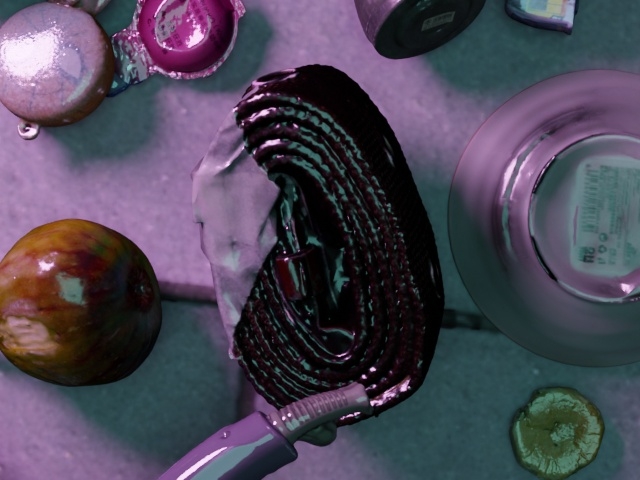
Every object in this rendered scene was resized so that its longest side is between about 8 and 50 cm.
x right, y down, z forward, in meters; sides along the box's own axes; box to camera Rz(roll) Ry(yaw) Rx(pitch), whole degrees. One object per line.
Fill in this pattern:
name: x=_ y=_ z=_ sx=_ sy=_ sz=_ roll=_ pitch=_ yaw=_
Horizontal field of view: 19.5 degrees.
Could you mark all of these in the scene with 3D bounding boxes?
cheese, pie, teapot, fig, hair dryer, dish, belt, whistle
cheese: x=-0.132 y=-0.174 z=1.595 sx=0.145 sy=0.038 sz=0.095 roll=-28 pitch=87 yaw=7
pie: x=0.205 y=0.168 z=1.615 sx=0.084 sy=0.020 sz=0.084 roll=0 pitch=91 yaw=0
teapot: x=0.085 y=-0.234 z=1.564 sx=0.149 sy=0.111 sz=0.108 roll=-42 pitch=64 yaw=28
fig: x=-0.257 y=0.060 z=1.558 sx=0.245 sy=0.149 sz=0.149 roll=-9 pitch=90 yaw=20
hair dryer: x=-0.086 y=0.250 z=1.472 sx=0.361 sy=0.121 sz=0.301 roll=-43 pitch=118 yaw=0
dish: x=0.242 y=-0.019 z=1.585 sx=0.260 sy=0.085 sz=0.260 roll=0 pitch=90 yaw=-2
belt: x=0.000 y=0.000 z=1.541 sx=0.184 sy=0.164 sz=0.289 roll=-12 pitch=103 yaw=15
whistle: x=-0.215 y=-0.188 z=1.584 sx=0.107 sy=0.057 sz=0.220 roll=15 pitch=84 yaw=14

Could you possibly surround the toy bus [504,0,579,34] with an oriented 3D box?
toy bus: x=0.200 y=-0.275 z=1.595 sx=0.075 sy=0.064 sz=0.190 roll=8 pitch=90 yaw=4
